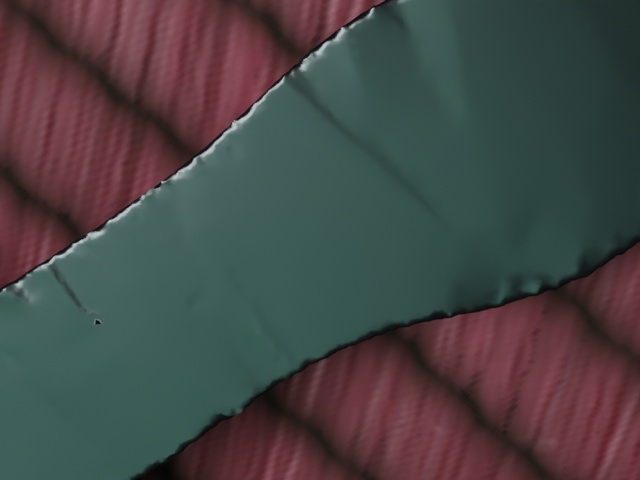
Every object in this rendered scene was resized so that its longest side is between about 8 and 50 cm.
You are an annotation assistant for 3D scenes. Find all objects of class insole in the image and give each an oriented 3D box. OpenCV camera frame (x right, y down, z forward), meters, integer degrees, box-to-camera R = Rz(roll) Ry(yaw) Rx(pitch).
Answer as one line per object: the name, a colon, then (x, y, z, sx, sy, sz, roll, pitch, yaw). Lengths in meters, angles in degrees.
insole: (0.000, 0.000, 0.658, 0.348, 0.009, 0.119, -32, 103, 10)

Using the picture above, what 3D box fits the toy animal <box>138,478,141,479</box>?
toy animal: (-0.181, 0.073, 0.736, 0.245, 0.146, 0.114, 30, 168, -27)
